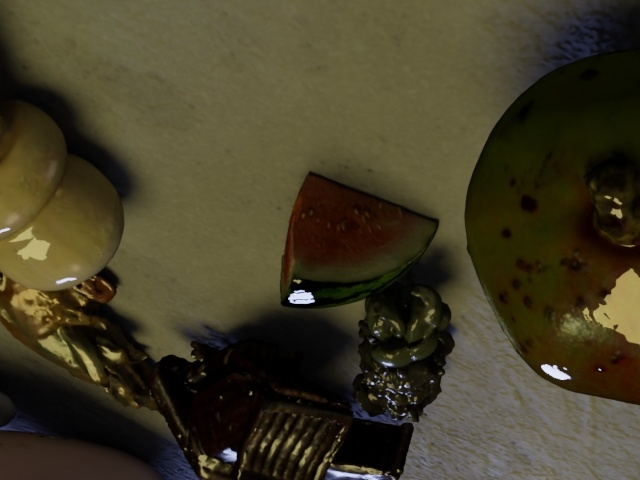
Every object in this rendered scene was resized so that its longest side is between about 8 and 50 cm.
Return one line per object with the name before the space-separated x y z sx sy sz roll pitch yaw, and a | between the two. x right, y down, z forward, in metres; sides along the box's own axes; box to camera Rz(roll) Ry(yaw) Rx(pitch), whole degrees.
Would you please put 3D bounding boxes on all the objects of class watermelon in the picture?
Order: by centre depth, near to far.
watermelon | 0.000 0.000 0.830 0.135 0.125 0.094 -7 107 58

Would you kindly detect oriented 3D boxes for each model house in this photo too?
model house | -0.018 0.153 0.989 0.203 0.141 0.164 25 134 -37

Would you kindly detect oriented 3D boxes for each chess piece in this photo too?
chess piece | -0.245 -0.061 0.822 0.143 0.142 0.261 -9 140 34

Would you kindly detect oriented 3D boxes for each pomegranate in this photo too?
pomegranate | 0.170 0.001 0.649 0.198 0.198 0.246 24 162 -3

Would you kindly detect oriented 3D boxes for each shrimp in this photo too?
shrimp | -0.185 0.096 1.033 0.262 0.066 0.117 38 140 -24

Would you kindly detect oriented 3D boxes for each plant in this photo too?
plant | 0.061 0.078 0.883 0.085 0.087 0.174 -19 151 -9

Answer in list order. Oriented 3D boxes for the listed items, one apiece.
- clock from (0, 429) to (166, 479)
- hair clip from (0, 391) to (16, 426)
clock | -0.314 0.325 1.190 0.377 0.250 0.368 -8 159 -18
hair clip | -0.400 0.174 1.235 0.146 0.075 0.257 31 149 -9
